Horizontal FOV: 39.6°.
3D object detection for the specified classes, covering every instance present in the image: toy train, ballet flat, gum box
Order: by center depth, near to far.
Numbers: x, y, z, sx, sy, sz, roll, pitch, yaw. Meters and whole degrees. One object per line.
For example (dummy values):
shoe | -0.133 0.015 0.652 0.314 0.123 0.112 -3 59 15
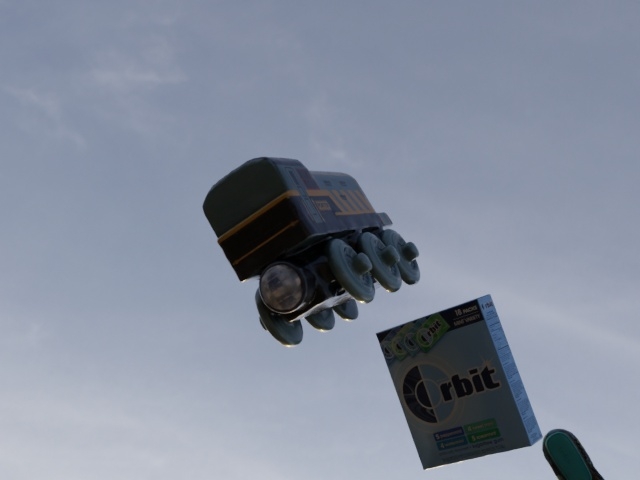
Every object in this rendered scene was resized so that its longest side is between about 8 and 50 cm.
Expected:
toy train | 0.000 0.000 1.021 0.142 0.334 0.190 -32 -98 21
gum box | 0.169 0.178 1.107 0.157 0.041 0.184 -23 -98 35
ballet flat | 0.369 0.348 1.231 0.070 0.070 0.188 -35 -111 36
